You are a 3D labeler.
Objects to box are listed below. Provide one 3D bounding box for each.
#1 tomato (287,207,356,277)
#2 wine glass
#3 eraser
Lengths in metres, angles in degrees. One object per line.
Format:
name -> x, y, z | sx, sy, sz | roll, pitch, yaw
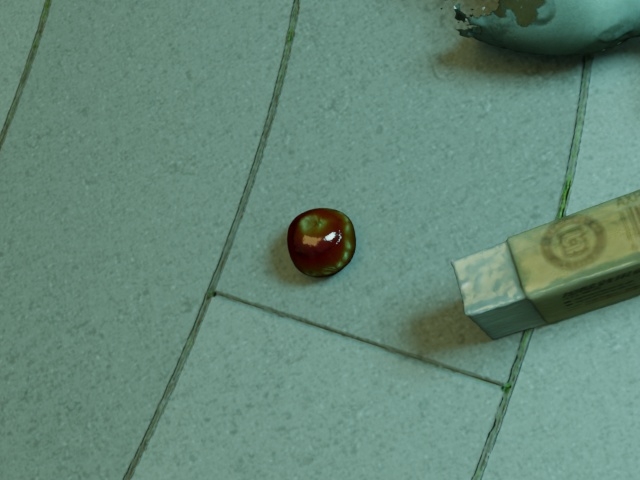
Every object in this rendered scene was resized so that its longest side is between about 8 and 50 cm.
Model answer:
tomato -> 0.000, 0.000, 1.451 | 0.087, 0.075, 0.087 | -6, 68, 16
wine glass -> 0.318, -0.281, 1.364 | 0.357, 0.190, 0.190 | 19, 80, 22
eraser -> 0.320, 0.011, 1.287 | 0.343, 0.144, 0.078 | -20, 69, 13
